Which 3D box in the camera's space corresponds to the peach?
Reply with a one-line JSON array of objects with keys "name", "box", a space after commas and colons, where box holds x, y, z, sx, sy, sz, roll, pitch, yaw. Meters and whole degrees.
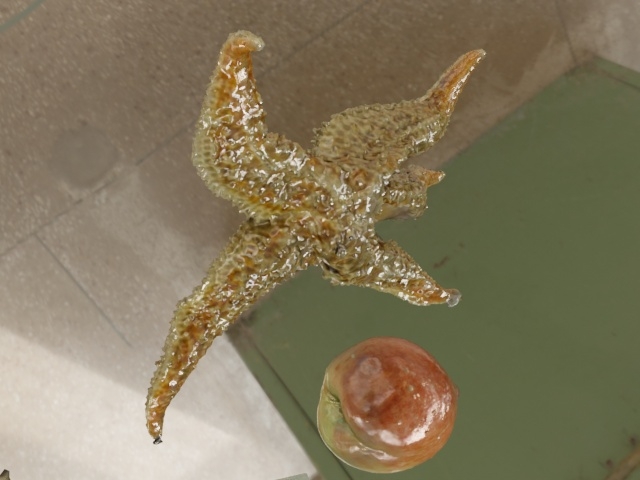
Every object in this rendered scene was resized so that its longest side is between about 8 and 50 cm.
[{"name": "peach", "box": [0.112, 0.250, 1.440, 0.232, 0.232, 0.233, -13, 120, -23]}]

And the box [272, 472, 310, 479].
[{"name": "box", "box": [-0.002, 0.327, 0.815, 0.035, 0.245, 0.139, -37, 159, 21]}]

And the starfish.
[{"name": "starfish", "box": [0.023, -0.008, 0.672, 0.293, 0.084, 0.302, -14, 125, -44]}]

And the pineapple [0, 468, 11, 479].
[{"name": "pineapple", "box": [-0.226, 0.233, 0.263, 0.300, 0.352, 0.352, -3, 126, 20]}]
